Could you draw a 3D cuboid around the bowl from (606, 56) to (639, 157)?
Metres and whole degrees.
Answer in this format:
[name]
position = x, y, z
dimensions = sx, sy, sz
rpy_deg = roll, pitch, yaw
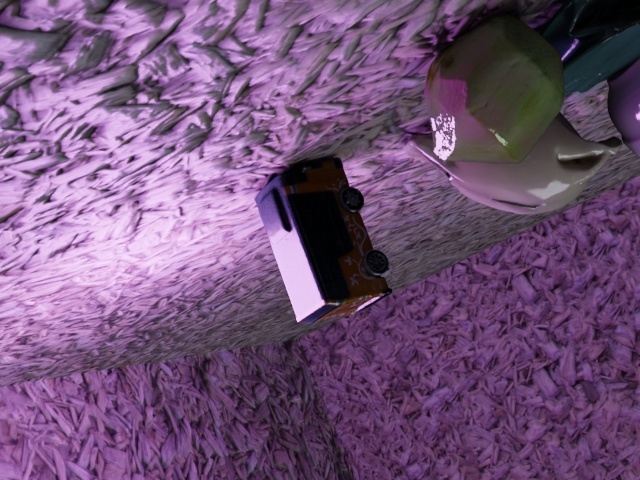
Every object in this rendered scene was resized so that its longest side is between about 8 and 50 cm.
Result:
[bowl]
position = 0.623, -0.301, 1.846
dimensions = 0.287, 0.144, 0.287
rpy_deg = -50, -176, 5

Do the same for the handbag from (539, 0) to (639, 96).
[handbag]
position = 0.447, -0.329, 1.668
dimensions = 0.269, 0.100, 0.274
rpy_deg = -20, 170, -29

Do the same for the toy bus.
[toy bus]
position = 0.000, 0.000, 1.869
dimensions = 0.167, 0.275, 0.138
rpy_deg = -12, 166, -32

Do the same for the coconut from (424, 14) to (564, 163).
[coconut]
position = 0.253, -0.216, 1.551
dimensions = 0.205, 0.235, 0.236
rpy_deg = 36, 132, -27

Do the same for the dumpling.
[dumpling]
position = 0.363, -0.158, 1.980
dimensions = 0.395, 0.233, 0.315
rpy_deg = -2, 176, 4
